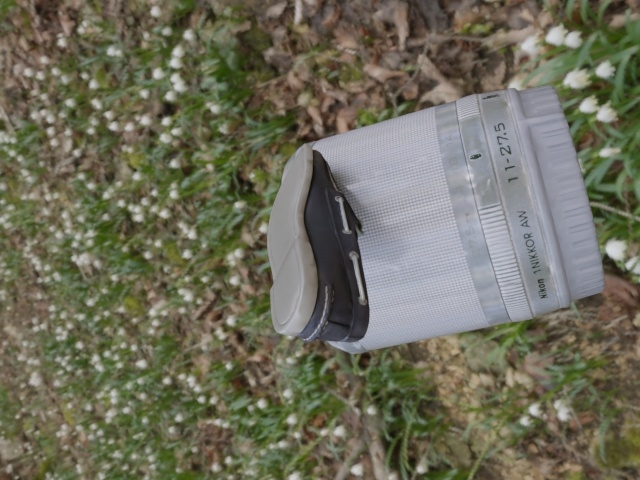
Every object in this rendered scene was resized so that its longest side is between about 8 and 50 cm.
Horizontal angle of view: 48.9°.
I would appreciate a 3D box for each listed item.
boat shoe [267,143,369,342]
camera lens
[{"bbox_3d":[0.000,0.000,0.556,0.206,0.065,0.075,-93,28,-50],"label":"boat shoe"},{"bbox_3d":[0.110,-0.017,0.689,0.219,0.274,0.219,-14,-90,-74],"label":"camera lens"}]
